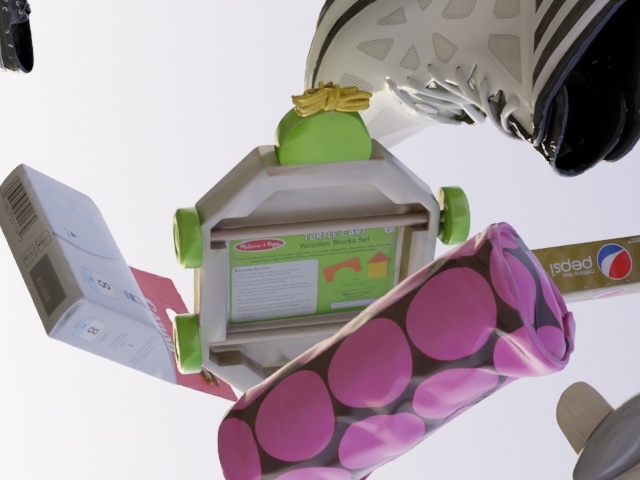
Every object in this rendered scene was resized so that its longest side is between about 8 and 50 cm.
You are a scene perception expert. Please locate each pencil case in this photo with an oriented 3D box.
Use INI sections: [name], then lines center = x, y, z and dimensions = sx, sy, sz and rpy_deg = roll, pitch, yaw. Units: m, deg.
[pencil case]
center = 0.045, 0.082, 0.827
dimensions = 0.209, 0.098, 0.095
rpy_deg = -36, -162, 23

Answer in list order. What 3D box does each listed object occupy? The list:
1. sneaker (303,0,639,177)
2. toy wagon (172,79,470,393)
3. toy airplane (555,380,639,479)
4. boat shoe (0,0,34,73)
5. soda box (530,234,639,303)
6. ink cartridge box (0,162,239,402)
[sneaker]
center = 0.129, -0.141, 1.297
dimensions = 0.447, 0.169, 0.257
rpy_deg = -44, -135, 47
[toy wagon]
center = 0.000, 0.000, 1.348
dimensions = 0.068, 0.267, 0.344
rpy_deg = -112, -159, -54
[toy airplane]
center = 0.443, 0.350, 1.678
dimensions = 0.272, 0.386, 0.384
rpy_deg = 88, 13, -60
[boat shoe]
center = -0.327, -0.243, 1.582
dimensions = 0.049, 0.040, 0.142
rpy_deg = -50, 150, -50
[soda box]
center = 0.315, 0.039, 1.786
dimensions = 0.058, 0.181, 0.061
rpy_deg = 125, -45, -67
[ink cartridge box]
center = -0.283, 0.069, 2.205
dimensions = 0.091, 0.385, 0.308
rpy_deg = -48, -134, 15
